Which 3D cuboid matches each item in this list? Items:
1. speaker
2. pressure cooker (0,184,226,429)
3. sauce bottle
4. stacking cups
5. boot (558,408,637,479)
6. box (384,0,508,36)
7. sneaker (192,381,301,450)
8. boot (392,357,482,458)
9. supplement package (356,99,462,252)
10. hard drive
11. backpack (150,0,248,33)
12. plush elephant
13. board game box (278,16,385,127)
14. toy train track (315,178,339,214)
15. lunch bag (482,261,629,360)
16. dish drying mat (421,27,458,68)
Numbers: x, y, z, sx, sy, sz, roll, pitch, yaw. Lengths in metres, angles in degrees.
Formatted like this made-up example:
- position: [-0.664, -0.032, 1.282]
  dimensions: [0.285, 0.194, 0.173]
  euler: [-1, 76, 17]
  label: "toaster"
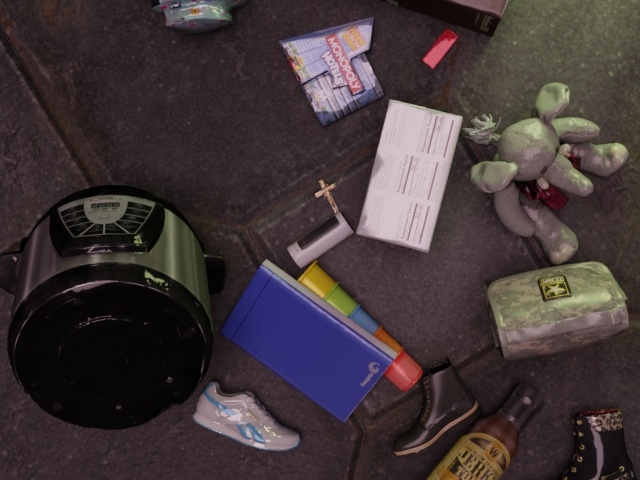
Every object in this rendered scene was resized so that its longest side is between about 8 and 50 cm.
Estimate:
- position: [0.000, 0.000, 1.951]
  dimensions: [0.136, 0.055, 0.055]
  euler: [-34, 88, 5]
  label: "speaker"
- position: [-0.400, 0.101, 1.816]
  dimensions: [0.375, 0.420, 0.370]
  euler: [-39, 120, 14]
  label: "pressure cooker"
- position: [0.310, 0.428, 1.872]
  dimensions: [0.111, 0.111, 0.344]
  euler: [41, 74, 3]
  label: "sauce bottle"
- position: [0.076, 0.177, 1.927]
  dimensions: [0.316, 0.096, 0.096]
  euler: [42, 94, 3]
  label: "stacking cups"
- position: [0.510, 0.438, 1.904]
  dimensions: [0.236, 0.085, 0.179]
  euler: [-9, 88, -1]
  label: "boot"
- position: [0.188, -0.534, 1.859]
  dimensions: [0.381, 0.191, 0.143]
  euler: [18, 93, 5]
  label: "box"
- position: [-0.145, 0.365, 1.956]
  dimensions: [0.228, 0.087, 0.092]
  euler: [20, 91, 2]
  label: "sneaker"
- position: [0.209, 0.337, 1.918]
  dimensions: [0.198, 0.077, 0.137]
  euler: [-32, 104, -8]
  label: "boot"
- position: [0.171, -0.123, 1.859]
  dimensions: [0.145, 0.204, 0.262]
  euler: [15, 92, 3]
  label: "supplement package"
- position: [-0.029, 0.206, 1.917]
  dimensions: [0.318, 0.040, 0.210]
  euler: [36, 125, 3]
  label: "hard drive"
- position: [-0.236, -0.494, 1.905]
  dimensions: [0.188, 0.166, 0.144]
  euler: [-17, 91, 8]
  label: "backpack"
- position: [0.422, -0.145, 1.811]
  dimensions: [0.330, 0.255, 0.272]
  euler: [36, 94, 3]
  label: "plush elephant"
- position: [0.045, -0.361, 1.938]
  dimensions: [0.194, 0.060, 0.194]
  euler: [-27, 89, 6]
  label: "board game box"
- position: [0.019, -0.088, 1.969]
  dimensions: [0.048, 0.014, 0.083]
  euler: [-28, 94, -2]
  label: "toy train track"
- position: [0.439, 0.134, 1.801]
  dimensions: [0.235, 0.287, 0.169]
  euler: [-11, 90, 6]
  label: "lunch bag"
- position: [0.245, -0.392, 1.946]
  dimensions: [0.032, 0.008, 0.083]
  euler: [38, 95, 4]
  label: "dish drying mat"
